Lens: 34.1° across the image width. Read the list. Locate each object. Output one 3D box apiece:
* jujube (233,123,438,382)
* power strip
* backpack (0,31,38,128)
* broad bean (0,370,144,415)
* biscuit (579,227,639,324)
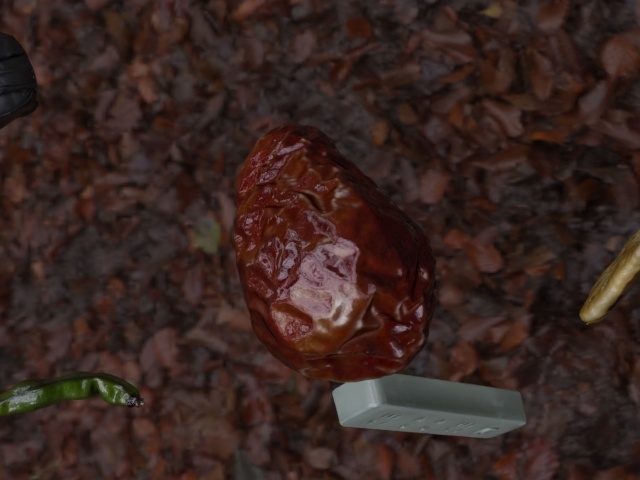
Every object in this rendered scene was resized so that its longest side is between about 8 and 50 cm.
[{"bbox_3d":[0.000,0.000,1.144,0.216,0.216,0.342,-55,32,26],"label":"jujube"},{"bbox_3d":[0.183,0.256,1.586,0.091,0.385,0.062,-34,56,37],"label":"power strip"},{"bbox_3d":[-0.398,-0.160,1.155,0.106,0.165,0.120,141,110,-72],"label":"backpack"},{"bbox_3d":[-0.324,0.193,1.331,0.061,0.195,0.046,-116,29,-63],"label":"broad bean"},{"bbox_3d":[0.329,-0.011,1.030,0.029,0.118,0.247,33,125,6],"label":"biscuit"}]
